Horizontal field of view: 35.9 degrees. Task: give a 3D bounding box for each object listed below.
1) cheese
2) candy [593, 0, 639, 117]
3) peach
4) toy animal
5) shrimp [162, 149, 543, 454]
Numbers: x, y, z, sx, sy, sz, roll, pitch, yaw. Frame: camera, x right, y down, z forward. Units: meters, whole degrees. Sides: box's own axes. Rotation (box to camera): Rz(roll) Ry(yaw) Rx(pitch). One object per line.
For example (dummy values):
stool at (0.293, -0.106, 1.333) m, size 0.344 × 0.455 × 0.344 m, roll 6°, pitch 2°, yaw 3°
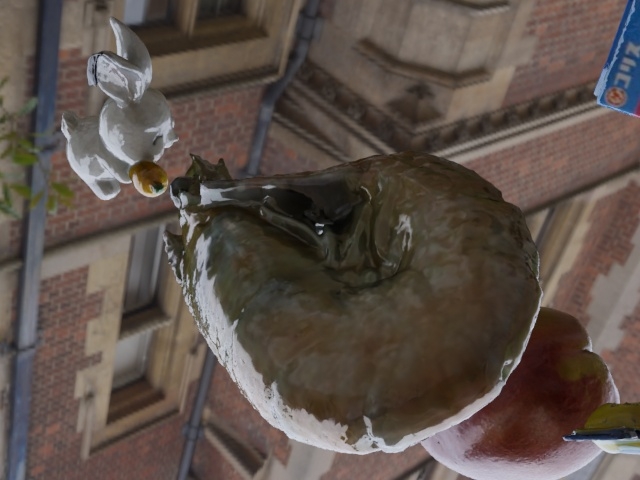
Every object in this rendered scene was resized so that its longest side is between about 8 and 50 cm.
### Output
cheese at (0.410, 0.247, 1.300) m, size 0.177 × 0.069 × 0.270 m, roll -9°, pitch 169°, yaw 37°
candy at (0.438, -0.170, 0.950) m, size 0.306 × 0.157 × 0.100 m, roll 20°, pitch -137°, yaw 13°
peach at (0.305, 0.254, 1.593) m, size 0.332 × 0.308 × 0.308 m, roll -21°, pitch -148°, yaw 17°
toy animal at (-0.199, -0.116, 0.981) m, size 0.127 × 0.181 × 0.131 m, roll 27°, pitch -126°, yaw -24°
shrimp at (0.000, 0.000, 0.551) m, size 0.168 × 0.077 × 0.317 m, roll -36°, pitch -141°, yaw -6°
